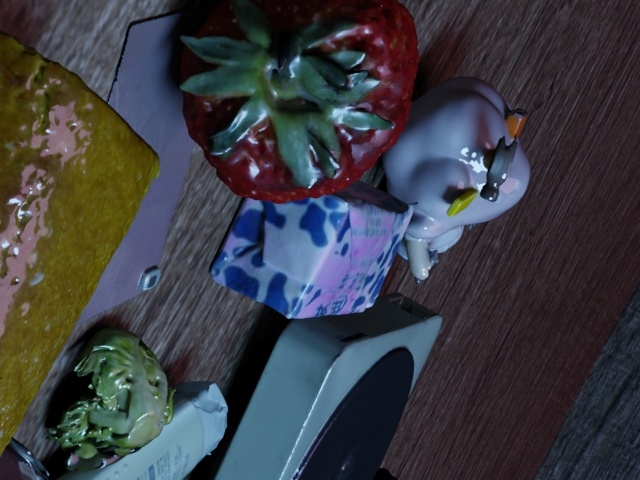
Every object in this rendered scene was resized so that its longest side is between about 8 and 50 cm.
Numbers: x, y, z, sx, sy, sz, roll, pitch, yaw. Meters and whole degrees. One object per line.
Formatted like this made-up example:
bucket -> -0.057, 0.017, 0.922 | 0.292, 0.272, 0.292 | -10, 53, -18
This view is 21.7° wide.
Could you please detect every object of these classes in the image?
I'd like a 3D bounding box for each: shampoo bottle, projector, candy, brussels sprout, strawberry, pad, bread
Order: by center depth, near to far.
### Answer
bread -> -0.148, 0.009, 0.656 | 0.172, 0.103, 0.132 | -61, 163, -8
strawberry -> -0.008, -0.089, 0.887 | 0.148, 0.131, 0.131 | -82, -170, -64
pad -> -0.095, -0.038, 0.897 | 0.113, 0.006, 0.188 | -29, 142, -59
brussels sprout -> -0.118, 0.096, 0.949 | 0.085, 0.058, 0.085 | -34, 150, -23
shampoo bottle -> -0.130, 0.151, 1.001 | 0.212, 0.049, 0.072 | -36, 144, -53
candy -> 0.000, 0.000, 1.106 | 0.092, 0.073, 0.160 | -67, 162, 8
projector -> -0.017, 0.168, 1.290 | 0.259, 0.079, 0.257 | -66, 162, 12

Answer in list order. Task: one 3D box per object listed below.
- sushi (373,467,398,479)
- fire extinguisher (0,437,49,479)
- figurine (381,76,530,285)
sushi -> 0.013, 0.313, 1.514 | 0.127, 0.124, 0.225 | -24, 133, -63
fire extinguisher -> -0.175, 0.163, 0.722 | 0.105, 0.104, 0.269 | 79, 12, -63
figurine -> 0.097, -0.049, 1.259 | 0.137, 0.112, 0.229 | -46, 170, -23
